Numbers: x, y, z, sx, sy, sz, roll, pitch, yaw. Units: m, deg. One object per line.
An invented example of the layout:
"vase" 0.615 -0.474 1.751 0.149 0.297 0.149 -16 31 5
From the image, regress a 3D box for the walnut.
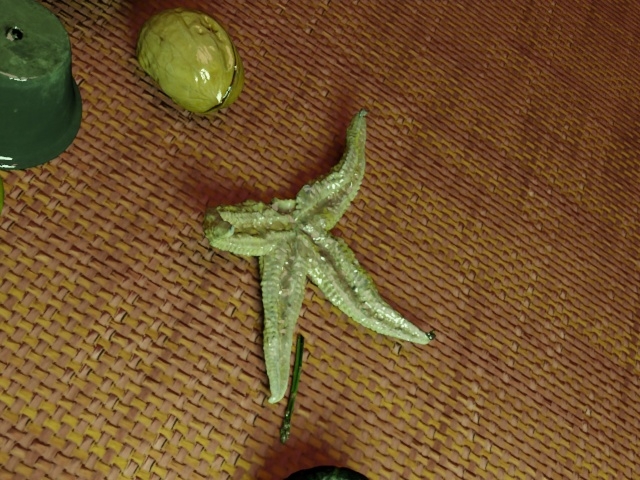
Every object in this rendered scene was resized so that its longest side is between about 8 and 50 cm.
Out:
"walnut" -0.190 -0.271 1.378 0.144 0.144 0.180 -25 68 -37

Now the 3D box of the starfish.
"starfish" -0.009 0.005 1.316 0.398 0.132 0.383 -11 70 -47

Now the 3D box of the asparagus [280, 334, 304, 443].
"asparagus" -0.037 0.202 1.254 0.013 0.016 0.166 47 40 -41

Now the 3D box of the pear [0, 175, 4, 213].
"pear" -0.494 -0.060 0.996 0.294 0.294 0.294 14 57 -21

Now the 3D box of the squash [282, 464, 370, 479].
"squash" 0.004 0.366 1.083 0.193 0.156 0.193 0 40 0

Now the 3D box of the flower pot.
"flower pot" -0.421 -0.232 1.219 0.235 0.148 0.235 14 55 -21
